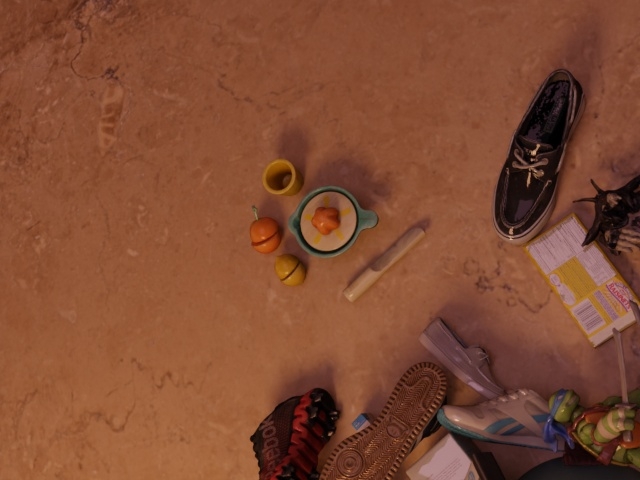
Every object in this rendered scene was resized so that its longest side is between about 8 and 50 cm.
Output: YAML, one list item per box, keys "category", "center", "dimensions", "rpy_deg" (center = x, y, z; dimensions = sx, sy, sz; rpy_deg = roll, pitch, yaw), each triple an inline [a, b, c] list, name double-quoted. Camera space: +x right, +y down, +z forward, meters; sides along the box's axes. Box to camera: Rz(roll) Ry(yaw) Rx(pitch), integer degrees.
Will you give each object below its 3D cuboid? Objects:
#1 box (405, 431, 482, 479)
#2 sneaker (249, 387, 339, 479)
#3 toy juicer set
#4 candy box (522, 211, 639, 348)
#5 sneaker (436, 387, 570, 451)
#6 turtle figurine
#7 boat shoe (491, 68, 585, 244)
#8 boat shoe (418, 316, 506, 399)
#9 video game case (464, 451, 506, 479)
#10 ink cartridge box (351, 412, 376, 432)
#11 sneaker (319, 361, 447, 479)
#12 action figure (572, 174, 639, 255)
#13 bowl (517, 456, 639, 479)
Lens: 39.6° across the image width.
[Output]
- category: "box"
  center: [0.214, 0.378, 1.458]
  dimensions: [0.101, 0.102, 0.087]
  rpy_deg: [-44, 69, 11]
- category: "sneaker"
  center: [-0.065, 0.380, 1.533]
  dimensions: [0.135, 0.097, 0.276]
  rpy_deg: [-13, 38, 32]
- category: "toy juicer set"
  center: [0.000, 0.000, 1.623]
  dimensions: [0.329, 0.089, 0.209]
  rpy_deg: [28, 92, 24]
- category: "candy box"
  center: [0.434, 0.064, 1.462]
  dimensions: [0.105, 0.027, 0.205]
  rpy_deg: [-35, 70, 10]
- category: "sneaker"
  center: [0.296, 0.280, 1.419]
  dimensions: [0.229, 0.087, 0.092]
  rpy_deg: [10, 79, -12]
- category: "turtle figurine"
  center: [0.486, 0.256, 1.288]
  dimensions: [0.266, 0.198, 0.274]
  rpy_deg: [37, 88, 17]
- category: "boat shoe"
  center: [0.361, -0.141, 1.488]
  dimensions: [0.108, 0.102, 0.301]
  rpy_deg: [24, 90, 25]
- category: "boat shoe"
  center: [0.250, 0.200, 1.501]
  dimensions: [0.184, 0.066, 0.063]
  rpy_deg: [42, 99, 33]
- category: "video game case"
  center: [0.256, 0.498, 1.304]
  dimensions: [0.274, 0.035, 0.248]
  rpy_deg: [-112, 28, -53]
- category: "ink cartridge box"
  center: [0.097, 0.340, 1.543]
  dimensions: [0.028, 0.048, 0.083]
  rpy_deg: [-49, 66, 8]
- category: "sneaker"
  center: [0.114, 0.330, 1.467]
  dimensions: [0.099, 0.153, 0.282]
  rpy_deg: [39, 83, 18]
- category: "action figure"
  center: [0.520, -0.019, 1.380]
  dimensions: [0.276, 0.141, 0.164]
  rpy_deg: [39, 82, 24]
- category: "bowl"
  center: [0.393, 0.485, 1.332]
  dimensions: [0.312, 0.163, 0.311]
  rpy_deg: [-4, 79, 23]
